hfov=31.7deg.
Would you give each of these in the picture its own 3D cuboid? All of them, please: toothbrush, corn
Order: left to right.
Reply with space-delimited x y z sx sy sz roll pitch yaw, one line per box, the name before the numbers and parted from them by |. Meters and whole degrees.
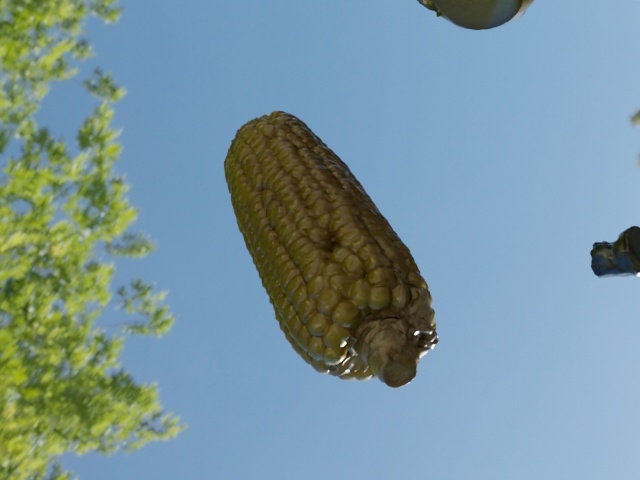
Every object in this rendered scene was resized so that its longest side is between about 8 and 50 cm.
corn | 0.000 0.000 0.913 0.119 0.119 0.322 10 -147 -28
toothbrush | 0.244 -0.011 0.776 0.297 0.030 0.030 -17 -90 -58

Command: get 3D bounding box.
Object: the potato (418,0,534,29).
potato | 0.152 -0.378 1.137 0.285 0.242 0.242 45 -135 -3
